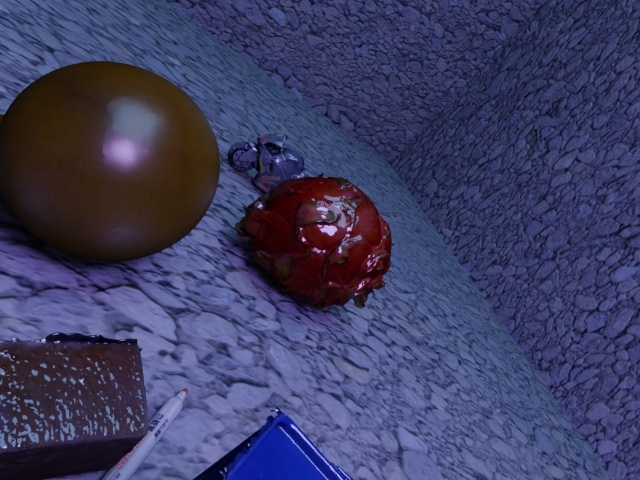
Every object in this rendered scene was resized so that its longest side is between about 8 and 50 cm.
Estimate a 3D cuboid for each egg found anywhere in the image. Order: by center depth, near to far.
[{"bbox_3d":[-0.294,-0.113,0.729,0.282,0.282,0.351,43,10,-2],"label":"egg"}]

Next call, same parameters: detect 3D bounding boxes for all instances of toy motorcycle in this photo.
[{"bbox_3d":[-0.105,-0.193,1.376,0.307,0.173,0.108,37,20,-13],"label":"toy motorcycle"}]

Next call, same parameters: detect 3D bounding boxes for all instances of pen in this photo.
[{"bbox_3d":[-0.205,0.236,0.574,0.026,0.026,0.218,42,21,-3],"label":"pen"}]

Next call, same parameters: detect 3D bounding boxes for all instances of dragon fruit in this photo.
[{"bbox_3d":[0.000,0.000,1.068,0.342,0.277,0.277,44,20,-11],"label":"dragon fruit"}]

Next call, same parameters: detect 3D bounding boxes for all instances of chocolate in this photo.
[{"bbox_3d":[-0.304,0.156,0.431,0.321,0.112,0.112,16,34,-50],"label":"chocolate"}]

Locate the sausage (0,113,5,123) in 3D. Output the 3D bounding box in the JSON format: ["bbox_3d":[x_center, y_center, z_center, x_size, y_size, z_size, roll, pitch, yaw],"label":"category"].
[{"bbox_3d":[-0.521,-0.180,0.785,0.041,0.039,0.131,38,19,5],"label":"sausage"}]

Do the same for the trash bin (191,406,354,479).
[{"bbox_3d":[-0.079,0.281,0.421,0.184,0.234,0.162,45,20,7],"label":"trash bin"}]
